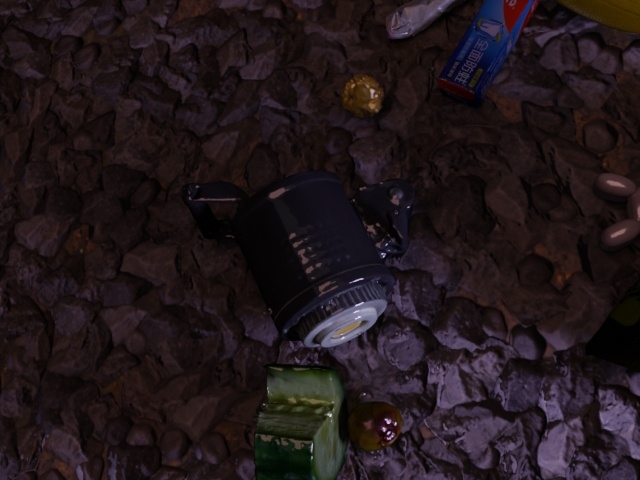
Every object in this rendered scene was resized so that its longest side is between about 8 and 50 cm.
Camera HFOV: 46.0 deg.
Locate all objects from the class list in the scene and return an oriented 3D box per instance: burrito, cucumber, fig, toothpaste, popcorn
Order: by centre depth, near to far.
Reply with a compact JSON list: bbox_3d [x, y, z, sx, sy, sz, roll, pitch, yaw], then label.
[{"bbox_3d":[-0.037,0.295,1.154,0.130,0.191,0.191,-4,72,15],"label":"cucumber"},{"bbox_3d":[0.076,0.285,1.187,0.098,0.082,0.084,21,71,49],"label":"fig"},{"bbox_3d":[0.321,-0.390,1.343,0.076,0.066,0.320,28,82,21],"label":"toothpaste"},{"bbox_3d":[0.086,-0.262,1.363,0.084,0.084,0.084,-4,71,13],"label":"popcorn"},{"bbox_3d":[0.207,-0.436,1.392,0.203,0.064,0.064,-32,68,1],"label":"burrito"}]

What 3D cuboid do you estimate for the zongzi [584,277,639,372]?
[{"bbox_3d":[0.566,0.044,0.977,0.319,0.362,0.383,18,84,13],"label":"zongzi"}]

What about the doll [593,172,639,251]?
[{"bbox_3d":[0.517,-0.062,1.188,0.160,0.059,0.161,-3,71,14],"label":"doll"}]

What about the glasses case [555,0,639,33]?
[{"bbox_3d":[0.467,-0.468,1.252,0.371,0.141,0.173,28,72,0],"label":"glasses case"}]

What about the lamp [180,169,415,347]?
[{"bbox_3d":[-0.021,0.037,1.214,0.374,0.205,0.272,-7,67,1],"label":"lamp"}]
